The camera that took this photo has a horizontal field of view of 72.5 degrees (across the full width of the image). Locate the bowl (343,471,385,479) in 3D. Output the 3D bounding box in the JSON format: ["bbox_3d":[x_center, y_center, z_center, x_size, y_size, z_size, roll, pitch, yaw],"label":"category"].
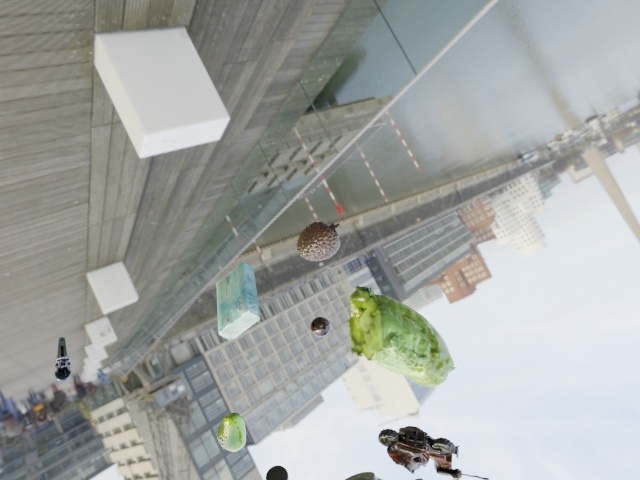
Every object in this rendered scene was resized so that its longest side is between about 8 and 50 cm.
[{"bbox_3d":[0.162,0.981,1.642,0.338,0.157,0.337,-18,168,-4],"label":"bowl"}]

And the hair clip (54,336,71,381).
[{"bbox_3d":[-0.896,0.398,1.508,0.048,0.083,0.275,-3,-173,-33],"label":"hair clip"}]

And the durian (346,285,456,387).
[{"bbox_3d":[0.224,0.296,1.283,0.204,0.340,0.255,-60,-173,20],"label":"durian"}]

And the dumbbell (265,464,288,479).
[{"bbox_3d":[-0.189,1.089,1.937,0.100,0.100,0.191,-24,136,-29],"label":"dumbbell"}]

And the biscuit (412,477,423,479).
[{"bbox_3d":[0.486,1.223,1.944,0.278,0.301,0.043,11,127,-30],"label":"biscuit"}]

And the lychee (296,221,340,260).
[{"bbox_3d":[0.000,0.000,2.066,0.238,0.200,0.200,-39,175,-2],"label":"lychee"}]

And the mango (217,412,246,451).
[{"bbox_3d":[-0.393,0.839,1.921,0.126,0.111,0.232,-18,129,-20],"label":"mango"}]

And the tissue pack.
[{"bbox_3d":[-0.331,0.234,1.716,0.177,0.263,0.089,-38,132,20],"label":"tissue pack"}]

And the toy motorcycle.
[{"bbox_3d":[0.424,0.817,1.658,0.402,0.207,0.134,0,-148,17],"label":"toy motorcycle"}]

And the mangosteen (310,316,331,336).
[{"bbox_3d":[0.000,0.334,1.673,0.081,0.080,0.081,-27,175,-3],"label":"mangosteen"}]
